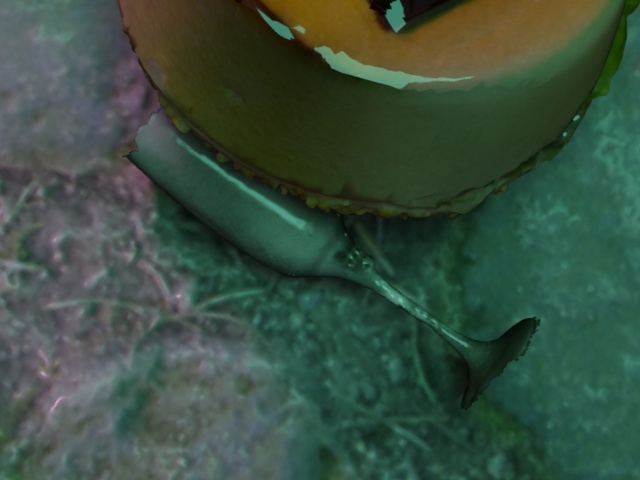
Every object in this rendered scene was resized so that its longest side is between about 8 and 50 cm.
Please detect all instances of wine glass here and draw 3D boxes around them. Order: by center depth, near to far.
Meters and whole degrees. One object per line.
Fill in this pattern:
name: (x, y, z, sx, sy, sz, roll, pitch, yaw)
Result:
wine glass: (0.000, 0.000, 0.741, 0.262, 0.074, 0.074, 35, 75, -2)

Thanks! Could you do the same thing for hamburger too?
hamburger: (0.032, -0.151, 0.709, 0.302, 0.170, 0.302, 4, 66, -10)
